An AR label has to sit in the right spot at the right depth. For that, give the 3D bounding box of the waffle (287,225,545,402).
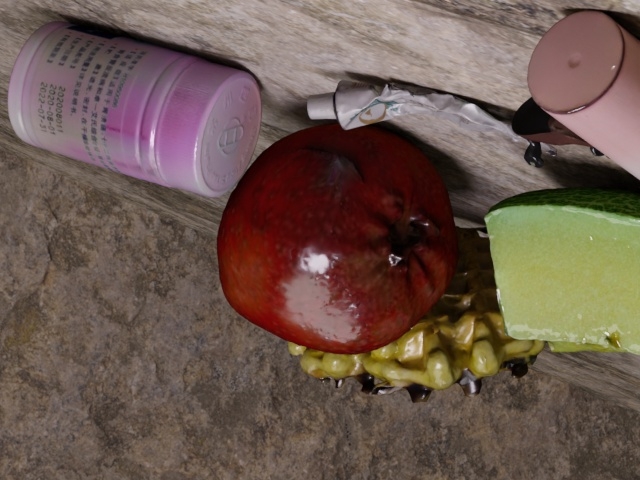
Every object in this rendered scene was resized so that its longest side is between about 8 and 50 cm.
[{"bbox_3d":[0.153,0.076,2.184,0.380,0.095,0.382,7,-153,42],"label":"waffle"}]

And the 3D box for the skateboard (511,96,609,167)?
[{"bbox_3d":[0.217,-0.113,1.520,0.080,0.067,0.151,45,162,-20],"label":"skateboard"}]

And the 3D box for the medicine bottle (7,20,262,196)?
[{"bbox_3d":[-0.209,-0.150,1.990,0.254,0.152,0.152,17,172,23],"label":"medicine bottle"}]

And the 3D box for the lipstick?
[{"bbox_3d":[0.292,-0.079,1.429,0.087,0.087,0.327,13,169,44],"label":"lipstick"}]

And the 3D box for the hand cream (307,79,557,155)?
[{"bbox_3d":[0.106,-0.124,1.757,0.257,0.050,0.084,10,170,25],"label":"hand cream"}]

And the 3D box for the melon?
[{"bbox_3d":[0.368,0.064,1.819,0.344,0.226,0.331,2,154,28],"label":"melon"}]

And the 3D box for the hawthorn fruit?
[{"bbox_3d":[0.000,0.000,2.015,0.307,0.265,0.265,-4,158,44],"label":"hawthorn fruit"}]
